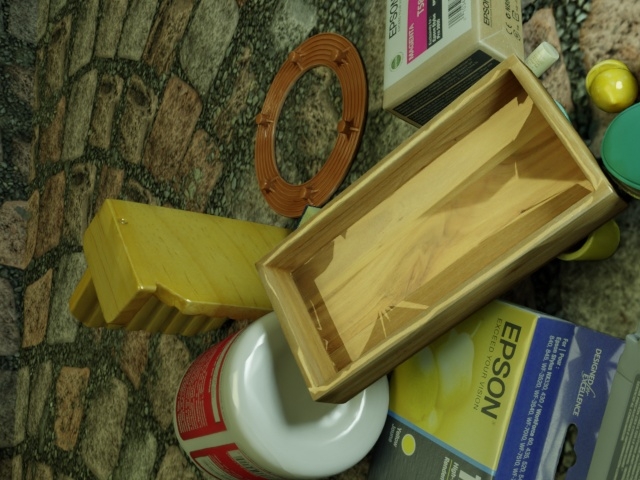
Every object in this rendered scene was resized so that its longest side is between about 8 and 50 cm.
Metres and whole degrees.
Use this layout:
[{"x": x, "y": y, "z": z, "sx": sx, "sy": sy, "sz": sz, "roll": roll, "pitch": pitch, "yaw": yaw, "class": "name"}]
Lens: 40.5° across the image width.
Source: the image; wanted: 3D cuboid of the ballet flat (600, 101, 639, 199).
[{"x": 0.389, "y": -0.077, "z": 0.779, "sx": 0.348, "sy": 0.123, "sz": 0.123, "roll": -173, "pitch": 94, "yaw": -75, "class": "ballet flat"}]

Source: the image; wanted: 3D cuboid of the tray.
[{"x": 0.122, "y": -0.003, "z": 1.013, "sx": 0.411, "sy": 0.076, "sz": 0.203, "roll": -39, "pitch": 59, "yaw": 22, "class": "tray"}]

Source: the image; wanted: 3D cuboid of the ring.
[{"x": -0.032, "y": -0.207, "z": 1.544, "sx": 0.336, "sy": 0.032, "sz": 0.336, "roll": -22, "pitch": 63, "yaw": 50, "class": "ring"}]

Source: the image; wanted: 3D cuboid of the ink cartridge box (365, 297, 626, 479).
[{"x": 0.196, "y": 0.221, "z": 1.069, "sx": 0.307, "sy": 0.072, "sz": 0.303, "roll": 19, "pitch": 96, "yaw": 57, "class": "ink cartridge box"}]

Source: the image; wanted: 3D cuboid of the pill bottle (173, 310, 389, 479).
[{"x": -0.085, "y": 0.243, "z": 1.287, "sx": 0.408, "sy": 0.229, "sz": 0.229, "roll": 146, "pitch": 127, "yaw": -61, "class": "pill bottle"}]

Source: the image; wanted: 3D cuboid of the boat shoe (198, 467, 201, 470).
[{"x": -0.194, "y": 0.303, "z": 1.579, "sx": 0.076, "sy": 0.083, "sz": 0.226, "roll": -34, "pitch": 53, "yaw": 47, "class": "boat shoe"}]

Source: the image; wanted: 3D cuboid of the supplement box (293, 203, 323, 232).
[{"x": 0.000, "y": 0.000, "z": 1.416, "sx": 0.083, "sy": 0.056, "sz": 0.083, "roll": 49, "pitch": 120, "yaw": 49, "class": "supplement box"}]

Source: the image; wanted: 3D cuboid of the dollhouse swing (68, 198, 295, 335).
[{"x": -0.218, "y": 0.124, "z": 1.433, "sx": 0.305, "sy": 0.347, "sz": 0.315, "roll": -62, "pitch": 38, "yaw": 26, "class": "dollhouse swing"}]

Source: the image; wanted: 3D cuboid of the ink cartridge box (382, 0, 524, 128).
[{"x": 0.178, "y": -0.298, "z": 1.195, "sx": 0.193, "sy": 0.088, "sz": 0.234, "roll": -30, "pitch": 48, "yaw": 47, "class": "ink cartridge box"}]

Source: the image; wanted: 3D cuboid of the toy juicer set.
[{"x": 0.271, "y": -0.140, "z": 1.045, "sx": 0.209, "sy": 0.089, "sz": 0.329, "roll": -61, "pitch": 38, "yaw": 24, "class": "toy juicer set"}]

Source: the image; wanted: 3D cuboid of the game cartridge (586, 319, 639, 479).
[{"x": 0.323, "y": 0.242, "z": 0.813, "sx": 0.198, "sy": 0.062, "sz": 0.297, "roll": -132, "pitch": 51, "yaw": -69, "class": "game cartridge"}]
